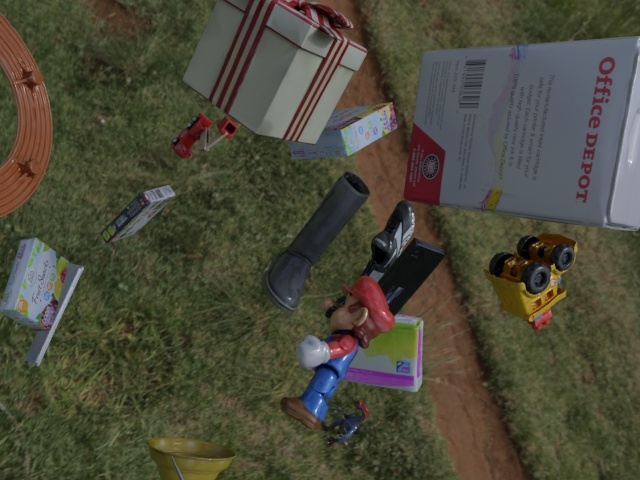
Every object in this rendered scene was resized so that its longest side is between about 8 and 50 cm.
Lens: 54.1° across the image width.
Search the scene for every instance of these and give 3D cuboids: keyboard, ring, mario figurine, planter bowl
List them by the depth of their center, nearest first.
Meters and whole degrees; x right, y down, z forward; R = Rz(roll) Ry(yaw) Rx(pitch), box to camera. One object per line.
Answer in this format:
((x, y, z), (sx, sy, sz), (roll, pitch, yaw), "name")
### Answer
((-0.474, -0.187, 0.809), (0.336, 0.032, 0.336), (-8, 90, -67), "ring")
((0.013, 0.205, 1.255), (0.170, 0.198, 0.320), (38, 72, -19), "mario figurine")
((-0.313, 0.536, 1.489), (0.217, 0.217, 0.090), (13, 80, -26), "planter bowl")
((-0.651, 0.177, 1.532), (0.014, 0.072, 0.256), (33, 71, -40), "keyboard")
((0.147, 0.118, 1.535), (0.201, 0.317, 0.033), (19, 28, -37), "keyboard")

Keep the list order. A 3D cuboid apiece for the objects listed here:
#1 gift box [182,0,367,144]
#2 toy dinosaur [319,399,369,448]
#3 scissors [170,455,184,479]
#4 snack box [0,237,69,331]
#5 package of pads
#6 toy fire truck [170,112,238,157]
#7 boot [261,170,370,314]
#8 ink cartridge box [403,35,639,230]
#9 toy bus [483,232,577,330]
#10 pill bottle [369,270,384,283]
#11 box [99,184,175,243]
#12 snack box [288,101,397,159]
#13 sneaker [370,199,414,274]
((-0.083, -0.353, 1.209), (0.255, 0.258, 0.276), (36, 18, 18), "gift box")
((0.038, 0.240, 0.834), (0.090, 0.082, 0.047), (24, 40, -54), "toy dinosaur")
((-0.163, 0.428, 0.905), (0.021, 0.109, 0.297), (-38, 63, -3), "scissors")
((-0.513, 0.080, 1.130), (0.100, 0.037, 0.141), (58, 29, -57), "snack box")
((0.175, 0.340, 1.990), (0.101, 0.297, 0.229), (-24, 116, -67), "package of pads")
((-0.341, -0.301, 1.824), (0.047, 0.192, 0.135), (35, 13, -52), "toy fire truck")
((-0.002, -0.001, 1.004), (0.076, 0.208, 0.189), (40, 21, -21), "boot")
((0.281, -0.143, 0.859), (0.131, 0.306, 0.226), (3, 98, -47), "ink cartridge box")
((0.559, 0.113, 1.608), (0.220, 0.149, 0.211), (-32, 112, -18), "toy bus")
((0.205, 0.156, 2.050), (0.169, 0.094, 0.094), (39, 44, -53), "pill bottle")
((-0.496, -0.071, 1.699), (0.036, 0.207, 0.114), (56, 31, 3), "box")
((0.052, -0.258, 1.479), (0.207, 0.174, 0.070), (-33, 116, -41), "snack box")
((0.204, -0.007, 1.833), (0.106, 0.078, 0.234), (4, 109, -49), "sneaker")
